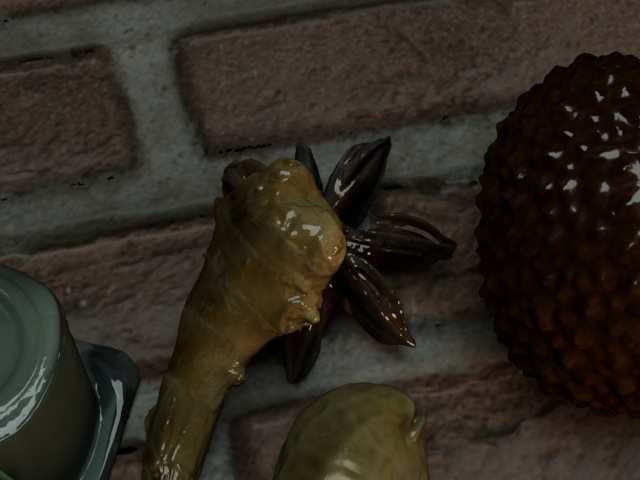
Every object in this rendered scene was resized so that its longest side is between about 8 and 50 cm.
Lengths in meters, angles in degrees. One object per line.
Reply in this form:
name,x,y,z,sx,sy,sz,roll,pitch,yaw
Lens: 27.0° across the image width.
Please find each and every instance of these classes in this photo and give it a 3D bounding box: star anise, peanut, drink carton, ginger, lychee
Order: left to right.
drink carton,-0.246,0.121,0.997,0.185,0.190,0.191,16,63,2
ginger,-0.066,0.077,1.026,0.131,0.086,0.295,29,100,37
peanut,-0.006,0.229,0.980,0.130,0.130,0.290,27,62,13
star anise,0.000,0.000,1.123,0.236,0.093,0.229,32,71,19
lychee,0.251,-0.012,1.032,0.275,0.276,0.304,21,94,10

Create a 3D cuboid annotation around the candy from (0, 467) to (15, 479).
candy,-0.179,0.201,0.927,0.077,0.262,0.073,-42,39,-4
